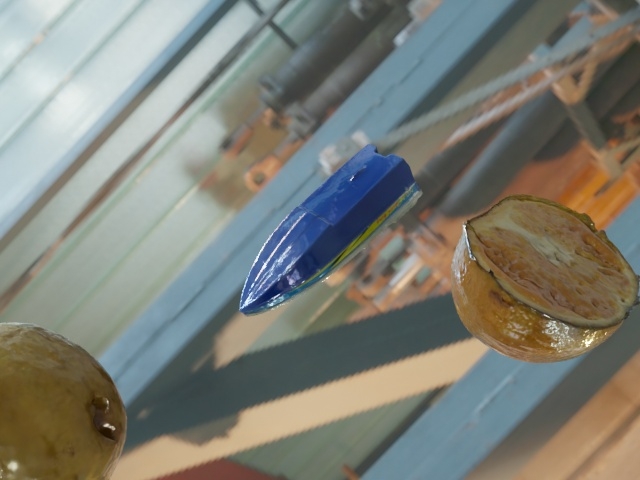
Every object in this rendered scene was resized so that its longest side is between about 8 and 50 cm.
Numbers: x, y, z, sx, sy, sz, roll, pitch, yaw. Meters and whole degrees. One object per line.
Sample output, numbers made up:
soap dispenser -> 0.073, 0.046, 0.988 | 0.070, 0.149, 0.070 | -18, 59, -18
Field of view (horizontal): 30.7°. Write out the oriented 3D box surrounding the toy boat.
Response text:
toy boat -> 0.000, 0.000, 1.586 | 0.129, 0.295, 0.088 | 29, 158, 52

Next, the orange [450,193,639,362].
orange -> 0.313, 0.051, 1.660 | 0.274, 0.274, 0.310 | 44, -178, 9

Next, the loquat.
loquat -> -0.289, 0.184, 1.098 | 0.208, 0.208, 0.208 | 44, -177, -3
